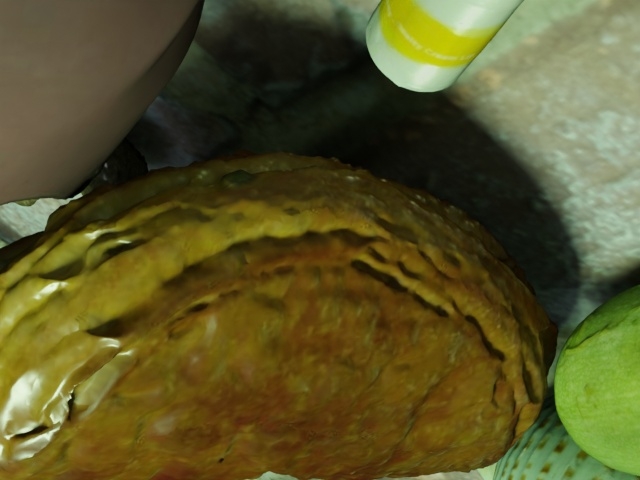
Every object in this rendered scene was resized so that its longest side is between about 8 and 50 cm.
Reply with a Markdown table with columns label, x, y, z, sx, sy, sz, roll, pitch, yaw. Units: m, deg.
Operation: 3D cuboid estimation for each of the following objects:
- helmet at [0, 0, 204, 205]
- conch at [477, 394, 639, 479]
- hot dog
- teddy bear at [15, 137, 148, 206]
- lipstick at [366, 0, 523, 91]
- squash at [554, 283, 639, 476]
| label | x | y | z | sx | sy | sz | roll | pitch | yaw |
| --- | --- | --- | --- | --- | --- | --- | --- | --- | --- |
| helmet | -0.183 | -0.151 | 0.619 | 0.197 | 0.338 | 0.271 | -41 | 64 | 34 |
| conch | 0.181 | 0.159 | 0.904 | 0.200 | 0.172 | 0.131 | 57 | 145 | 26 |
| hot dog | -0.042 | 0.053 | 0.809 | 0.388 | 0.174 | 0.267 | 3 | 169 | -34 |
| teddy bear | -0.231 | -0.085 | 0.909 | 0.182 | 0.129 | 0.251 | 9 | -177 | 35 |
| lipstick | 0.090 | -0.152 | 0.610 | 0.059 | 0.059 | 0.264 | 31 | 149 | -4 |
| squash | 0.277 | 0.060 | 0.720 | 0.371 | 0.118 | 0.118 | -14 | 129 | 46 |
